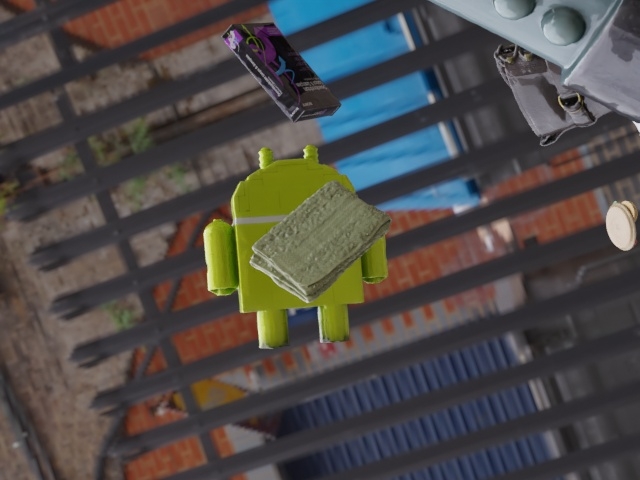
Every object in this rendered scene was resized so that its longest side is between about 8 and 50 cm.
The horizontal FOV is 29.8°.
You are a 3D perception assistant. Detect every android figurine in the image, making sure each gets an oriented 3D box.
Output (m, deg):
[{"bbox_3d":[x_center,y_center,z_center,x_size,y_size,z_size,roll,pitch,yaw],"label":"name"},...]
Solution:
[{"bbox_3d":[-0.033,0.006,1.621,0.056,0.248,0.273,148,116,-81],"label":"android figurine"}]

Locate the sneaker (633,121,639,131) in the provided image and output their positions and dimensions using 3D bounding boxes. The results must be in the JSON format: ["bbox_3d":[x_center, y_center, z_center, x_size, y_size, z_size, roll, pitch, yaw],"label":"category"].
[{"bbox_3d":[0.522,-0.138,1.521,0.090,0.232,0.115,-46,-57,-63],"label":"sneaker"}]

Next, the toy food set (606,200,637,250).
[{"bbox_3d":[0.498,-0.025,1.980,0.082,0.020,0.083,177,80,-72],"label":"toy food set"}]

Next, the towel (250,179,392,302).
[{"bbox_3d":[0.000,0.000,1.388,0.110,0.148,0.027,36,160,31],"label":"towel"}]

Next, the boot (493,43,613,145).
[{"bbox_3d":[0.309,-0.230,1.396,0.091,0.229,0.263,-58,-47,-46],"label":"boot"}]

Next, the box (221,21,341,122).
[{"bbox_3d":[-0.052,-0.235,1.668,0.162,0.029,0.116,52,-152,9],"label":"box"}]

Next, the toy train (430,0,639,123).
[{"bbox_3d":[0.158,-0.210,0.826,0.142,0.334,0.190,-58,6,49],"label":"toy train"}]
